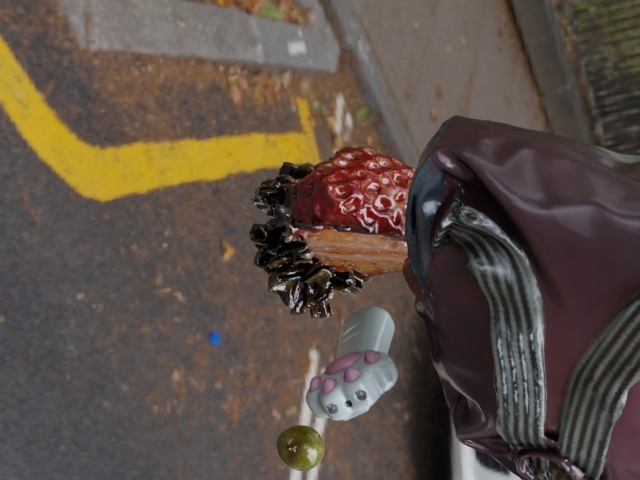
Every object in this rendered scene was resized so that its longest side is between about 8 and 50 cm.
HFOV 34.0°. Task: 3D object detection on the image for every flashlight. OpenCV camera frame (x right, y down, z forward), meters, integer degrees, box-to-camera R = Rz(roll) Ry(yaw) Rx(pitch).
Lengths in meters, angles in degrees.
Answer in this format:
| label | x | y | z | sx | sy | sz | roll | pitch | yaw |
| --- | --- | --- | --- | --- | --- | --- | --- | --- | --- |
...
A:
| label | x | y | z | sx | sy | sz | roll | pitch | yaw |
| --- | --- | --- | --- | --- | --- | --- | --- | --- | --- |
| flashlight | 0.038 | 0.115 | 1.053 | 0.047 | 0.093 | 0.200 | 59 | 17 | -11 |

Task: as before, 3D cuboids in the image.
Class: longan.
| label | x | y | z | sx | sy | sz | roll | pitch | yaw |
| --- | --- | --- | --- | --- | --- | --- | --- | --- | --- |
| longan | -0.033 | 0.314 | 1.585 | 0.083 | 0.075 | 0.075 | 25 | 59 | -62 |

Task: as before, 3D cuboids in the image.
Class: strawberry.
| label | x | y | z | sx | sy | sz | roll | pitch | yaw |
| --- | --- | --- | --- | --- | --- | --- | --- | --- | --- |
| strawberry | 0.087 | -0.047 | 1.434 | 0.253 | 0.280 | 0.150 | 27 | 64 | -53 |

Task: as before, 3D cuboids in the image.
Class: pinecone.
| label | x | y | z | sx | sy | sz | roll | pitch | yaw |
| --- | --- | --- | --- | --- | --- | --- | --- | --- | --- |
| pinecone | -0.004 | -0.011 | 1.683 | 0.243 | 0.243 | 0.257 | 68 | 30 | -30 |

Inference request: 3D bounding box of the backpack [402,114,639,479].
| label | x | y | z | sx | sy | sz | roll | pitch | yaw |
| --- | --- | --- | --- | --- | --- | --- | --- | --- | --- |
| backpack | 0.201 | 0.072 | 0.836 | 0.197 | 0.283 | 0.317 | -50 | 147 | -57 |
